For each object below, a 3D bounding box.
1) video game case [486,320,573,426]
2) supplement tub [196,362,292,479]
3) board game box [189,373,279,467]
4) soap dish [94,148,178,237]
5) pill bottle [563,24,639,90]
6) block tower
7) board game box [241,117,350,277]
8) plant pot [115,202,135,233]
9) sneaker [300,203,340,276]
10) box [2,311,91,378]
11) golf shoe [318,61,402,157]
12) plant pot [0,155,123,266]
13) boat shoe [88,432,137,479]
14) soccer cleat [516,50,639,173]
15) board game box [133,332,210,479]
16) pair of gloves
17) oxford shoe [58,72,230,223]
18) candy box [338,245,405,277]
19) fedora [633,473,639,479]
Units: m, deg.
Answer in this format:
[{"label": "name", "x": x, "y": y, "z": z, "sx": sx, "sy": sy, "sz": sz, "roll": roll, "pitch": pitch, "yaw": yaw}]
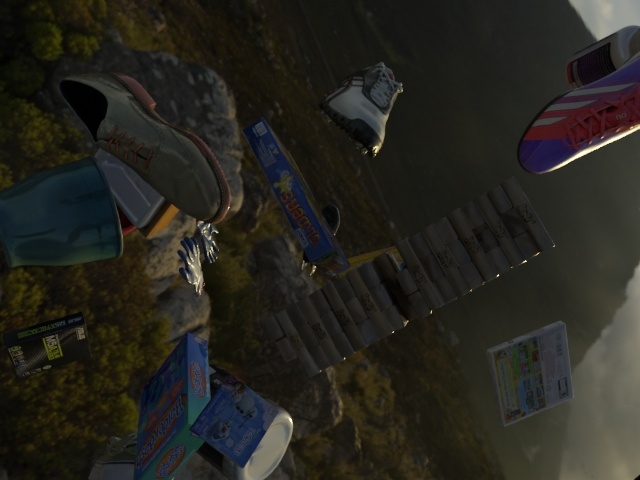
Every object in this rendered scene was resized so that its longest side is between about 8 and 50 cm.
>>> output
[{"label": "video game case", "x": 0.523, "y": 0.332, "z": 1.345, "sx": 0.026, "sy": 0.206, "sz": 0.227, "roll": -130, "pitch": -157, "yaw": -67}, {"label": "supplement tub", "x": -0.255, "y": 0.452, "z": 1.393, "sx": 0.207, "sy": 0.338, "sz": 0.207, "roll": -33, "pitch": 135, "yaw": -41}, {"label": "board game box", "x": -0.117, "y": 0.248, "z": 0.749, "sx": 0.090, "sy": 0.020, "sz": 0.090, "roll": 39, "pitch": 59, "yaw": -6}, {"label": "soap dish", "x": -0.468, "y": -0.184, "z": 1.463, "sx": 0.291, "sy": 0.229, "sz": 0.118, "roll": 47, "pitch": 16, "yaw": 21}, {"label": "pill bottle", "x": 0.593, "y": -0.358, "z": 1.079, "sx": 0.108, "sy": 0.108, "sz": 0.193, "roll": 62, "pitch": -16, "yaw": -5}, {"label": "block tower", "x": 0.102, "y": 0.050, "z": 0.662, "sx": 0.091, "sy": 0.335, "sz": 0.097, "roll": 61, "pitch": 14, "yaw": 5}, {"label": "board game box", "x": -0.029, "y": -0.053, "z": 0.734, "sx": 0.201, "sy": 0.035, "sz": 0.136, "roll": 62, "pitch": 5, "yaw": 17}, {"label": "plant pot", "x": -0.660, "y": -0.096, "z": 1.704, "sx": 0.191, "sy": 0.174, "sz": 0.191, "roll": 8, "pitch": 73, "yaw": -28}, {"label": "sneaker", "x": -0.002, "y": -0.001, "z": 1.287, "sx": 0.051, "sy": 0.170, "sz": 0.089, "roll": 21, "pitch": 13, "yaw": 14}, {"label": "box", "x": -0.695, "y": 0.271, "z": 1.394, "sx": 0.184, "sy": 0.191, "sz": 0.045, "roll": -13, "pitch": 58, "yaw": -27}, {"label": "golf shoe", "x": 0.067, "y": -0.218, "z": 0.839, "sx": 0.105, "sy": 0.120, "sz": 0.273, "roll": 41, "pitch": 18, "yaw": -20}, {"label": "plant pot", "x": -0.667, "y": -0.056, "z": 1.353, "sx": 0.255, "sy": 0.271, "sz": 0.272, "roll": -17, "pitch": 80, "yaw": -30}, {"label": "boat shoe", "x": -0.355, "y": 0.406, "z": 1.004, "sx": 0.109, "sy": 0.302, "sz": 0.094, "roll": 26, "pitch": 58, "yaw": -30}, {"label": "soccer cleat", "x": 0.469, "y": -0.208, "z": 0.869, "sx": 0.109, "sy": 0.318, "sz": 0.116, "roll": 52, "pitch": 15, "yaw": -21}, {"label": "board game box", "x": -0.244, "y": 0.280, "z": 0.899, "sx": 0.047, "sy": 0.160, "sz": 0.210, "roll": 31, "pitch": 17, "yaw": -28}, {"label": "pair of gloves", "x": -0.285, "y": 0.024, "z": 1.279, "sx": 0.159, "sy": 0.023, "sz": 0.198, "roll": 84, "pitch": 14, "yaw": -45}, {"label": "oxford shoe", "x": -0.330, "y": -0.165, "z": 0.997, "sx": 0.397, "sy": 0.140, "sz": 0.146, "roll": 41, "pitch": 26, "yaw": 17}, {"label": "candy box", "x": 0.130, "y": 0.066, "z": 1.011, "sx": 0.027, "sy": 0.206, "sz": 0.105, "roll": -36, "pitch": 105, "yaw": -51}, {"label": "fedora", "x": 0.381, "y": 0.364, "z": 0.581, "sx": 0.152, "sy": 0.334, "sz": 0.334, "roll": 21, "pitch": 38, "yaw": -12}]
